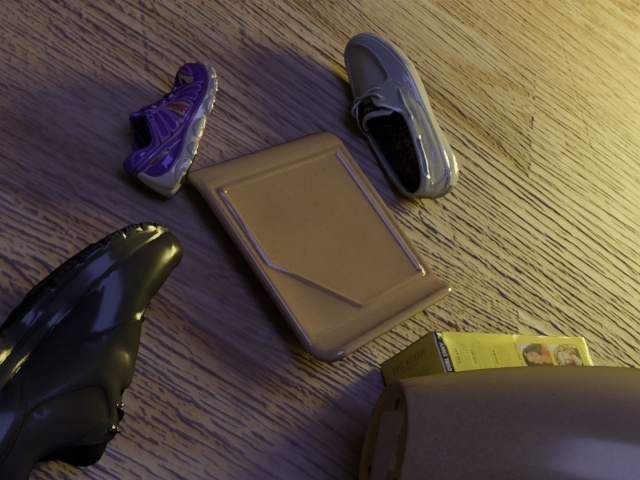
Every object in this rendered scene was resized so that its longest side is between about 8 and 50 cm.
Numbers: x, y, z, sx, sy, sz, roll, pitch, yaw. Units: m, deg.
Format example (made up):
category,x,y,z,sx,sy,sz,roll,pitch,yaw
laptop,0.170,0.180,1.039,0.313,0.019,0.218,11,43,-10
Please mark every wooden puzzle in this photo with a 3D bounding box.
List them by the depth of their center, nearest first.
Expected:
category,x,y,z,sx,sy,sz,roll,pitch,yaw
wooden puzzle,0.000,0.000,1.036,0.221,0.044,0.238,-24,71,-48

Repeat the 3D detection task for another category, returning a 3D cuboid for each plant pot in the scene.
category,x,y,z,sx,sy,sz,roll,pitch,yaw
plant pot,0.181,0.213,0.891,0.274,0.256,0.256,14,48,-11

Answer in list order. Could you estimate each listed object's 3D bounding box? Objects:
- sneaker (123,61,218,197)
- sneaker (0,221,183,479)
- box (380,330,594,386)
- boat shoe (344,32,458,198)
category,x,y,z,sx,sy,sz,roll,pitch,yaw
sneaker,-0.147,-0.121,0.984,0.071,0.068,0.169,25,45,-15
sneaker,-0.189,0.095,0.759,0.130,0.109,0.286,49,49,-8
box,0.179,0.137,1.042,0.232,0.087,0.058,7,57,-39
boat shoe,0.082,-0.150,1.193,0.081,0.079,0.227,-12,70,-50
